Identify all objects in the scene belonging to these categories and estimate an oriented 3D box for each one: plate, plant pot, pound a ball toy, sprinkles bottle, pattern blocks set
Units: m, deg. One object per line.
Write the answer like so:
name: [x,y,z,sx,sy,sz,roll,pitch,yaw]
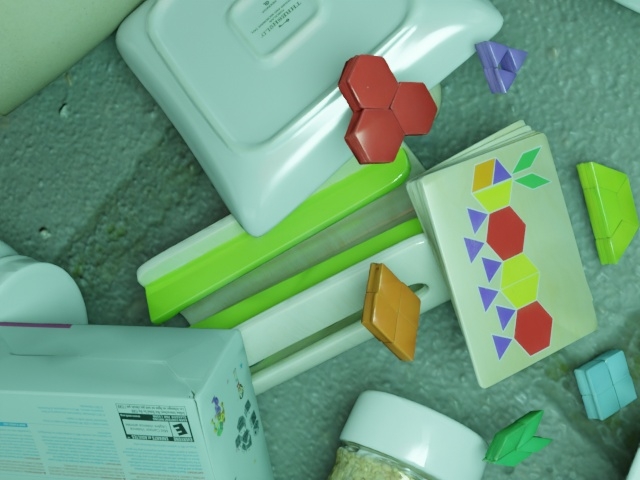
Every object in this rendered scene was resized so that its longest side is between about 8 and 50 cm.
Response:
plate: [-0.032,-0.188,0.915,0.277,0.045,0.278,-41,62,8]
plant pot: [-0.244,-0.294,0.997,0.274,0.256,0.256,-29,76,-4]
pound a ball toy: [0.000,0.000,0.942,0.319,0.136,0.208,-28,51,13]
sprinkles bottle: [0.017,0.302,0.842,0.121,0.121,0.355,20,74,19]
pattern blocks set: [0.144,0.007,0.827,0.026,0.285,0.324,-7,94,58]

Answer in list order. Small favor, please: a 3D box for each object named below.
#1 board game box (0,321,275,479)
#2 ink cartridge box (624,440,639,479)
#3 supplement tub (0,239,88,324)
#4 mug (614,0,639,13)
board game box: [-0.156,0.218,0.886,0.224,0.097,0.303,1,121,18]
ink cartridge box: [0.300,0.365,0.747,0.286,0.166,0.394,21,98,20]
supplement tub: [-0.410,0.095,0.992,0.325,0.235,0.235,8,87,19]
mug: [0.376,-0.294,0.751,0.374,0.276,0.328,29,103,25]
